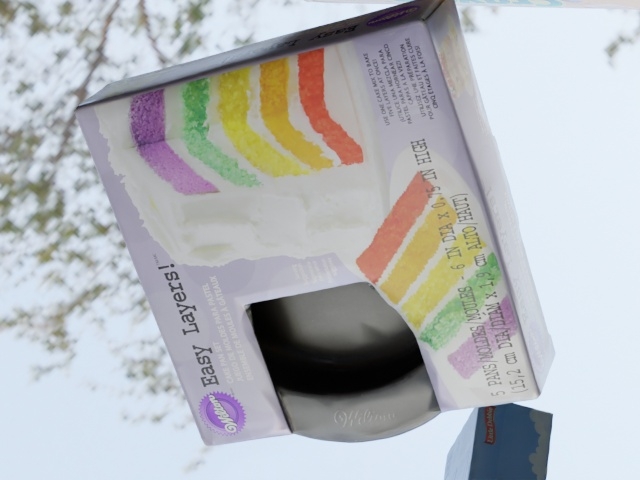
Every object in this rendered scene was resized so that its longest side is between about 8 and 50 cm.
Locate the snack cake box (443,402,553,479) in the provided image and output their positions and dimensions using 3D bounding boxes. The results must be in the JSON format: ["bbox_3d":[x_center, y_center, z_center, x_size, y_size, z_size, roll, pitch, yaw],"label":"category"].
[{"bbox_3d":[0.180,0.322,1.680,0.089,0.152,0.264,15,-125,-3],"label":"snack cake box"}]

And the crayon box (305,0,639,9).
[{"bbox_3d":[0.078,-0.208,0.987,0.165,0.278,0.081,14,-98,-62],"label":"crayon box"}]

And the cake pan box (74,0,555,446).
[{"bbox_3d":[0.000,0.000,0.987,0.070,0.245,0.267,-52,-52,-59],"label":"cake pan box"}]
